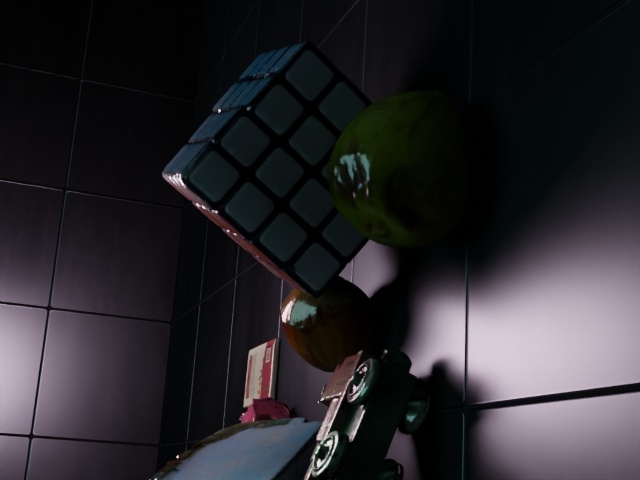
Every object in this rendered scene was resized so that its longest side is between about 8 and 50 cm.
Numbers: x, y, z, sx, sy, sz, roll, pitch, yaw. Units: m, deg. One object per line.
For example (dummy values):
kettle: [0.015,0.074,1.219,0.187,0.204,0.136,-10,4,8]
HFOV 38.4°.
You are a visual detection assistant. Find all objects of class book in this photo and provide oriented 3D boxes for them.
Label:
book: [-0.158,0.359,2.462,0.232,0.022,0.162,144,134,-65]

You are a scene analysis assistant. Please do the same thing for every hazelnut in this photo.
hazelnut: [0.011,0.166,1.817,0.210,0.186,0.210,-26,56,46]

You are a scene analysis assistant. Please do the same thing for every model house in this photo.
model house: [-0.118,0.565,1.791,0.360,0.297,0.339,-31,-74,-68]

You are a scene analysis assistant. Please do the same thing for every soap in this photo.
soap: [-0.132,0.500,2.122,0.289,0.112,0.182,-86,17,-47]

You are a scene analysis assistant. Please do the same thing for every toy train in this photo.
toy train: [0.060,0.331,1.564,0.304,0.150,0.221,-64,13,-24]

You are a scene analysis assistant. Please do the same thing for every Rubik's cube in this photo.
Rubik's cube: [-0.059,-0.137,1.744,0.337,0.343,0.344,-50,17,-7]

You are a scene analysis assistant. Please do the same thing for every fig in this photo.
fig: [0.146,-0.126,1.514,0.271,0.239,0.239,-56,12,-18]
